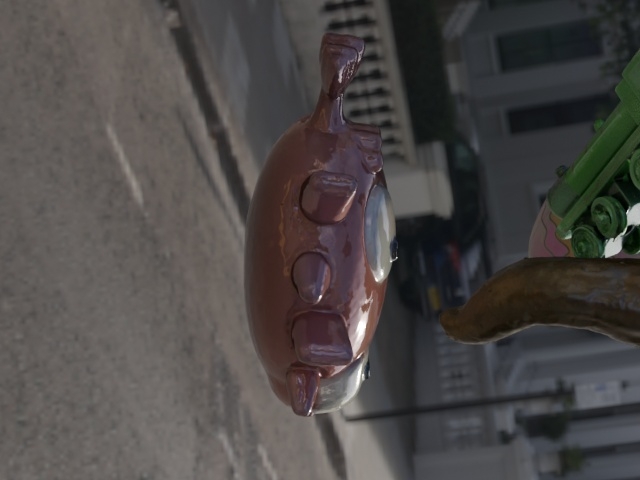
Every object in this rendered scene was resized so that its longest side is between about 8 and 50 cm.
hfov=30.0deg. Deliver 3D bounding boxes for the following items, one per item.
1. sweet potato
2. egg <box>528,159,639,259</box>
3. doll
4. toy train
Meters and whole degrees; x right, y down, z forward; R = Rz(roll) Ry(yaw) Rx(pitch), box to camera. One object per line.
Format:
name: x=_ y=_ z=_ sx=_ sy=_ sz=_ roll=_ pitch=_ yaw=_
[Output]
sweet potato: x=0.204 y=0.049 z=0.916 sx=0.062 sy=0.233 sz=0.081 roll=-73 pitch=158 yaw=-53
egg: x=0.354 y=-0.027 z=1.351 sx=0.196 sy=0.271 sz=0.196 roll=47 pitch=26 yaw=-32
doll: x=0.000 y=0.000 z=0.732 sx=0.211 sy=0.093 sz=0.262 roll=-82 pitch=179 yaw=-68
toy train: x=0.295 y=-0.075 z=1.132 sx=0.119 sy=0.085 sz=0.251 roll=63 pitch=-32 yaw=24
